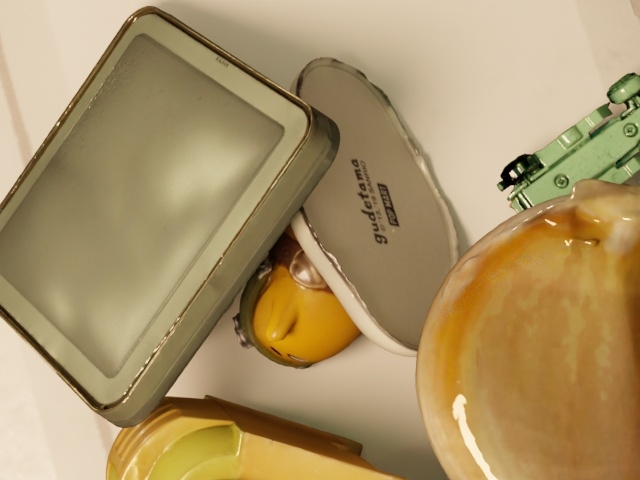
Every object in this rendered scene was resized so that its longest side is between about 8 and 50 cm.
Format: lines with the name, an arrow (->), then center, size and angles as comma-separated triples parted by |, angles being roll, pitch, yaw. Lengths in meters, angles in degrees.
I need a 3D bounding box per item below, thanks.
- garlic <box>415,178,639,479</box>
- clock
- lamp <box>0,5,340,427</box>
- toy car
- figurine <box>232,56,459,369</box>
garlic -> 0.228, 0.111, 1.327 | 0.249, 0.286, 0.313 | -17, 79, 51
clock -> -0.074, 0.281, 1.361 | 0.200, 0.244, 0.317 | 12, 89, -7
lamp -> -0.134, -0.025, 1.418 | 0.266, 0.047, 0.269 | -54, 42, 0
toy car -> 0.207, -0.061, 1.449 | 0.143, 0.054, 0.073 | -38, 82, -2
figurine -> 0.000, 0.000, 1.458 | 0.141, 0.166, 0.250 | -36, 50, 38
